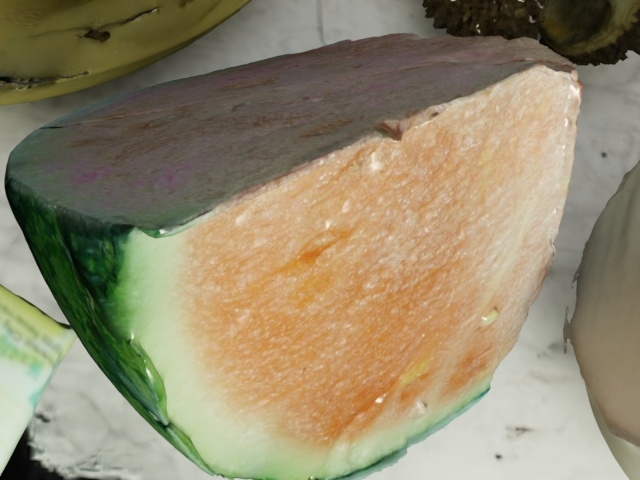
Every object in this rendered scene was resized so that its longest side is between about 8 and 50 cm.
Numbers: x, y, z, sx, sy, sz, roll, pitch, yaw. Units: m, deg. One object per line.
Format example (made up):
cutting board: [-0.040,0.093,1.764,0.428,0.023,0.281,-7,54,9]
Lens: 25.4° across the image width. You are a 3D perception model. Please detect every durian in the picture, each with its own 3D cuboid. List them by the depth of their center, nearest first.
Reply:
durian: [0.153,-0.201,0.923,0.196,0.167,0.196,16,41,-14]

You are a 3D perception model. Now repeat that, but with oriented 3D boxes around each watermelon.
watermelon: [-0.003,0.023,0.704,0.292,0.319,0.222,-24,108,-26]

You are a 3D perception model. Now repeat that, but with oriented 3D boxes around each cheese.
cheese: [-0.167,-0.196,0.835,0.259,0.128,0.316,33,50,11]

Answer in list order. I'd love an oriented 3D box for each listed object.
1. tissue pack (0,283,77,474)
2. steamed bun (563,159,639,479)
tissue pack: [-0.309,0.128,0.541,0.287,0.162,0.388,37,53,-20]
steamed bun: [0.312,0.058,0.761,0.309,0.309,0.309,8,59,-14]
